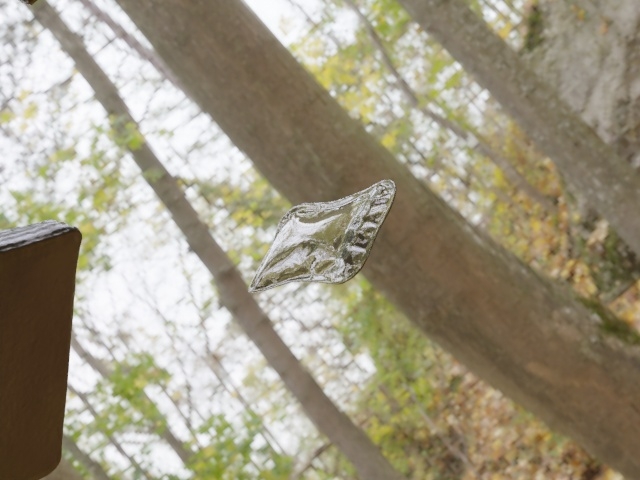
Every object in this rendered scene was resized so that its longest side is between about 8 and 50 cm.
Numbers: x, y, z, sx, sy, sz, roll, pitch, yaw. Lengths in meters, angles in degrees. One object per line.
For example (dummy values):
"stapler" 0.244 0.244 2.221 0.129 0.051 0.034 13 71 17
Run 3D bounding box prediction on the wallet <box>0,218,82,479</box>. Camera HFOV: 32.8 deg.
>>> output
"wallet" -0.253 0.108 0.849 0.149 0.044 0.250 -24 -50 -54

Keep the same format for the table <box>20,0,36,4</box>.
"table" -0.455 -0.480 1.234 0.335 0.272 0.222 65 -132 -70

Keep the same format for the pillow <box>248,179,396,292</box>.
"pillow" 0.000 0.000 1.185 0.217 0.033 0.130 -11 47 55
